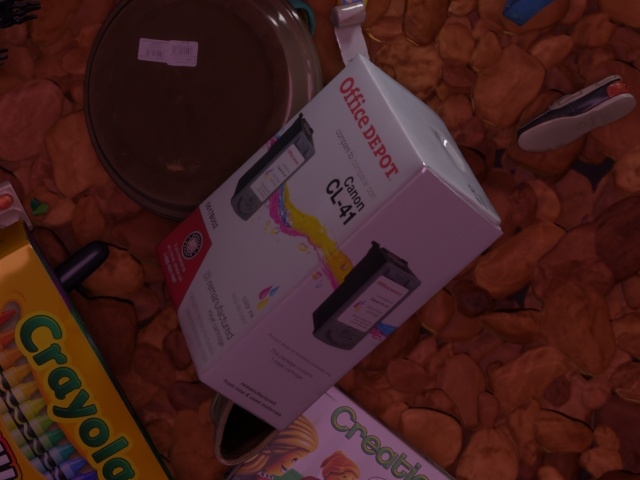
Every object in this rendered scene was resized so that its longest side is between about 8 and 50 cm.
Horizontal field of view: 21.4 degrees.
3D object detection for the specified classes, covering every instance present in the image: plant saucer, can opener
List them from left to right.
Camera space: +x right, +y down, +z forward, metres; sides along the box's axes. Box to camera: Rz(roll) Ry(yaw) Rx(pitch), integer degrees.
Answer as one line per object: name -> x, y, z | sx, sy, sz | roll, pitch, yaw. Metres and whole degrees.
can opener -> -0.307, 0.061, 1.843 | 0.186, 0.059, 0.073 | -35, 96, 2
plant saucer -> -0.133, -0.155, 1.789 | 0.277, 0.041, 0.278 | 1, 92, 21

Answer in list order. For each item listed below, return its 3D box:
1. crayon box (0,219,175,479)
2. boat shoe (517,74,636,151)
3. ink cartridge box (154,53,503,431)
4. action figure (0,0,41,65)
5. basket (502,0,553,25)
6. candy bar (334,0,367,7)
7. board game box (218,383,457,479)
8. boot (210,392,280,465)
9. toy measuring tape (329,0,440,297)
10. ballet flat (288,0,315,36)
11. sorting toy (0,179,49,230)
crayon box -> -0.358, 0.213, 1.788 | 0.313, 0.106, 0.363 | -29, 110, -3
boat shoe -> 0.275, -0.140, 1.856 | 0.137, 0.049, 0.043 | -24, 54, 3
ink cartridge box -> 0.000, 0.000, 1.673 | 0.306, 0.226, 0.131 | -44, 127, 15
action figure -> -0.398, -0.284, 1.766 | 0.276, 0.141, 0.164 | 51, 124, 30
basket -> 0.292, -0.363, 1.728 | 0.201, 0.255, 0.289 | 35, 82, -7
candy bar -> 0.052, -0.315, 1.841 | 0.040, 0.018, 0.161 | 17, 94, -4
board game box -> 0.051, 0.309, 1.886 | 0.305, 0.053, 0.193 | 39, 93, -5
boot -> -0.047, 0.134, 1.807 | 0.077, 0.165, 0.213 | 33, 95, -6
toy measuring tape -> 0.086, -0.094, 1.807 | 0.121, 0.121, 0.330 | -14, 99, -1
ballet flat -> -0.049, -0.145, 1.811 | 0.083, 0.087, 0.247 | 1, 96, -42
sorting toy -> -0.341, -0.033, 1.856 | 0.083, 0.012, 0.062 | -26, 96, 1
